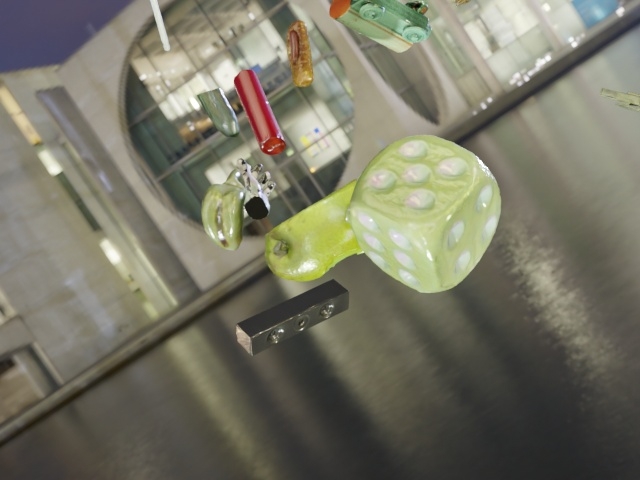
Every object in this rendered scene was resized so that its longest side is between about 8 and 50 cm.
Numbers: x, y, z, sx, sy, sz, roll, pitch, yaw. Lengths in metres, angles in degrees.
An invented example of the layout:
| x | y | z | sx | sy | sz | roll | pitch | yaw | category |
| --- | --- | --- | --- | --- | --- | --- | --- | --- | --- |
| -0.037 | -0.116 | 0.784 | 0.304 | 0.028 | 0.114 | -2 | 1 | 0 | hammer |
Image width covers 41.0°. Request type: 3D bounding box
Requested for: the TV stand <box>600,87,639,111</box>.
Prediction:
| x | y | z | sx | sy | sz | roll | pitch | yaw | category |
| --- | --- | --- | --- | --- | --- | --- | --- | --- | --- |
| 0.772 | -0.325 | 2.042 | 0.036 | 0.042 | 0.249 | 7 | 15 | -36 | TV stand |

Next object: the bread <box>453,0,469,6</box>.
| x | y | z | sx | sy | sz | roll | pitch | yaw | category |
| --- | --- | --- | --- | --- | --- | --- | --- | --- | --- |
| 0.383 | -0.669 | 2.016 | 0.241 | 0.136 | 0.107 | -39 | 11 | -10 | bread |

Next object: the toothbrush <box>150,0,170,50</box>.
| x | y | z | sx | sy | sz | roll | pitch | yaw | category |
| --- | --- | --- | --- | --- | --- | --- | --- | --- | --- |
| -0.402 | -0.603 | 1.896 | 0.040 | 0.386 | 0.040 | -10 | 27 | 5 | toothbrush |

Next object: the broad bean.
| x | y | z | sx | sy | sz | roll | pitch | yaw | category |
| --- | --- | --- | --- | --- | --- | --- | --- | --- | --- |
| -0.170 | -0.058 | 1.632 | 0.073 | 0.153 | 0.206 | 7 | 8 | 6 | broad bean |

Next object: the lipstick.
| x | y | z | sx | sy | sz | roll | pitch | yaw | category |
| --- | --- | --- | --- | --- | --- | --- | --- | --- | --- |
| -0.163 | -0.338 | 2.256 | 0.073 | 0.279 | 0.073 | -14 | -37 | -11 | lipstick |

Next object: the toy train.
| x | y | z | sx | sy | sz | roll | pitch | yaw | category |
| --- | --- | --- | --- | --- | --- | --- | --- | --- | --- |
| 0.160 | -0.593 | 2.277 | 0.286 | 0.116 | 0.177 | 16 | -22 | -36 | toy train |

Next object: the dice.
| x | y | z | sx | sy | sz | roll | pitch | yaw | category |
| --- | --- | --- | --- | --- | --- | --- | --- | --- | --- |
| 0.227 | -0.059 | 1.864 | 0.250 | 0.254 | 0.252 | -45 | -38 | -21 | dice |

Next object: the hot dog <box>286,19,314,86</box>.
| x | y | z | sx | sy | sz | roll | pitch | yaw | category |
| --- | --- | --- | --- | --- | --- | --- | --- | --- | --- |
| -0.058 | -0.474 | 2.169 | 0.066 | 0.215 | 0.047 | -29 | -39 | 33 | hot dog |

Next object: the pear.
| x | y | z | sx | sy | sz | roll | pitch | yaw | category |
| --- | --- | --- | --- | --- | --- | --- | --- | --- | --- |
| 0.000 | 0.000 | 2.129 | 0.282 | 0.176 | 0.286 | -29 | -2 | -15 | pear |

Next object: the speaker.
| x | y | z | sx | sy | sz | roll | pitch | yaw | category |
| --- | --- | --- | --- | --- | --- | --- | --- | --- | --- |
| -0.043 | 0.121 | 1.373 | 0.191 | 0.040 | 0.046 | -24 | 41 | -28 | speaker |

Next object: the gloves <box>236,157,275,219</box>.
| x | y | z | sx | sy | sz | roll | pitch | yaw | category |
| --- | --- | --- | --- | --- | --- | --- | --- | --- | --- |
| -0.203 | -0.151 | 2.479 | 0.111 | 0.128 | 0.212 | -53 | 31 | 15 | gloves |

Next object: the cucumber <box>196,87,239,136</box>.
| x | y | z | sx | sy | sz | roll | pitch | yaw | category |
| --- | --- | --- | --- | --- | --- | --- | --- | --- | --- |
| -0.187 | -0.240 | 1.621 | 0.048 | 0.105 | 0.048 | -29 | 7 | 4 | cucumber |
